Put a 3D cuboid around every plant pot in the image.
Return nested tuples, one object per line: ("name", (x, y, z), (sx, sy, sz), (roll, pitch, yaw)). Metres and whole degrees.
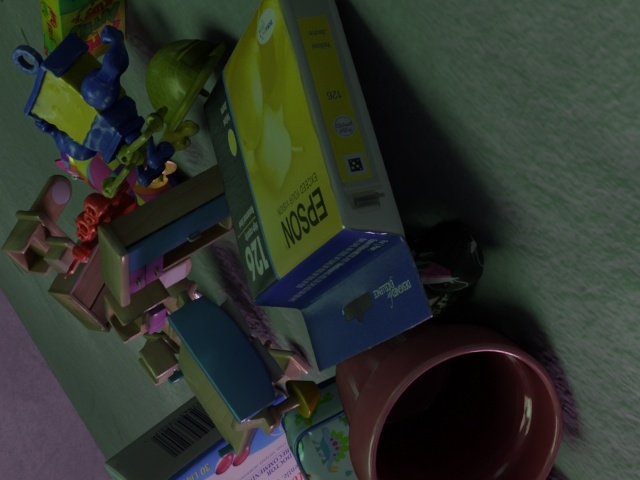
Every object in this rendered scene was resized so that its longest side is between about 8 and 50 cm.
("plant pot", (0.104, 0.157, 1.157), (0.201, 0.201, 0.180), (66, 170, -27))

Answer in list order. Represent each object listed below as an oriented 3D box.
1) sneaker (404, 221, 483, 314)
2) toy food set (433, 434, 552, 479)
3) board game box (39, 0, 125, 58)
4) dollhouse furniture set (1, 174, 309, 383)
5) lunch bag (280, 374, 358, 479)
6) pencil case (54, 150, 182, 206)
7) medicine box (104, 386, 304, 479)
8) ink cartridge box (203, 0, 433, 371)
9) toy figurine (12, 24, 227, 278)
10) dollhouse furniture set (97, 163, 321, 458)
("sneaker", (0.111, 0.033, 1.122), (0.077, 0.072, 0.178), (46, 168, -14))
("toy food set", (0.204, 0.256, 1.255), (0.218, 0.071, 0.128), (50, -175, 16))
("board game box", (-0.274, -0.274, 1.375), (0.043, 0.092, 0.181), (47, 156, 14))
("dollhouse furniture set", (-0.204, 0.035, 1.664), (0.356, 0.173, 0.303), (4, 147, 37))
("lunch bag", (0.069, 0.246, 1.355), (0.219, 0.176, 0.090), (63, 178, -27))
("pencil case", (-0.257, -0.074, 1.622), (0.236, 0.104, 0.104), (39, 154, 30))
("medicine box", (-0.142, 0.392, 1.849), (0.149, 0.263, 0.289), (22, 142, 53))
("ink cartridge box", (-0.020, -0.041, 1.115), (0.303, 0.072, 0.307), (140, 119, -66))
("toy figurine", (-0.269, -0.146, 1.335), (0.217, 0.191, 0.362), (42, 146, 0))
("dollhouse furniture set", (-0.092, 0.102, 1.384), (0.303, 0.198, 0.286), (53, 159, 17))
